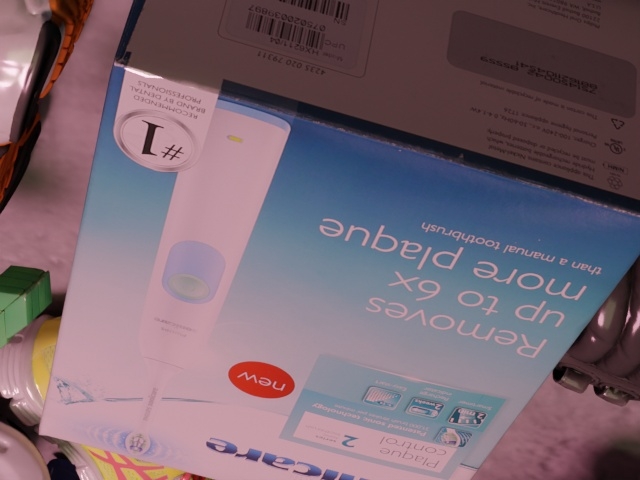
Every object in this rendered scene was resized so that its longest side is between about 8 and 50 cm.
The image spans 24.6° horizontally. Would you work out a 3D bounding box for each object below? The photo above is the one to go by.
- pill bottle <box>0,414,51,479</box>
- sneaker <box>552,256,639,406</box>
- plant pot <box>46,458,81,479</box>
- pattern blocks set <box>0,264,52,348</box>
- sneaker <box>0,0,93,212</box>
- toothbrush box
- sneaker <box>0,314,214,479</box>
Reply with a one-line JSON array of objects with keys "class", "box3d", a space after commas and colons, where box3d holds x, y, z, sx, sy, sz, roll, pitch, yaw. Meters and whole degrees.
[{"class": "pill bottle", "box3d": [-0.218, 0.153, 0.915, 0.094, 0.094, 0.169, 20, 172, -11]}, {"class": "sneaker", "box3d": [0.188, 0.072, 0.751, 0.147, 0.104, 0.296, 5, 136, 11]}, {"class": "plant pot", "box3d": [-0.190, 0.304, 1.041, 0.212, 0.236, 0.236, -24, 130, 28]}, {"class": "pattern blocks set", "box3d": [-0.263, -0.051, 0.662, 0.325, 0.026, 0.285, 40, 140, 0]}, {"class": "sneaker", "box3d": [-0.196, -0.063, 0.690, 0.121, 0.099, 0.262, 28, 134, -6]}, {"class": "toothbrush box", "box3d": [0.000, 0.000, 0.681, 0.216, 0.126, 0.295, 16, 144, -7]}, {"class": "sneaker", "box3d": [-0.101, 0.116, 0.892, 0.094, 0.081, 0.208, -17, 134, 28]}]
